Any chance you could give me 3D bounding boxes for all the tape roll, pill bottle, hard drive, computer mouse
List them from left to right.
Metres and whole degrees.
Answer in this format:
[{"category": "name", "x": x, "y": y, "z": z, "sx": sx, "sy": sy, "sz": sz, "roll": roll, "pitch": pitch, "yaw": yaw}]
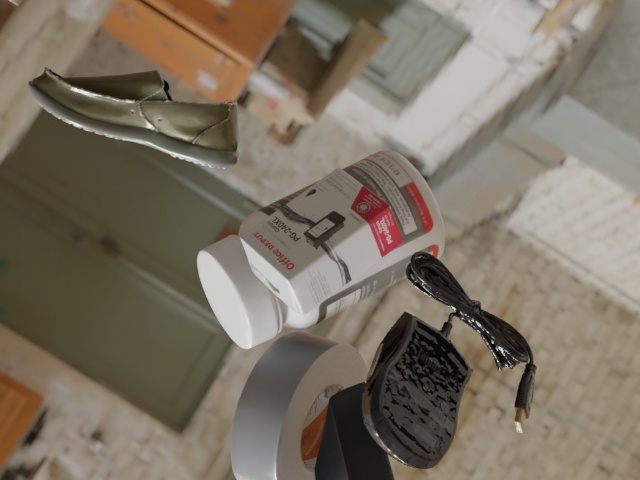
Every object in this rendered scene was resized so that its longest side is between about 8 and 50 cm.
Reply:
[{"category": "tape roll", "x": -0.024, "y": 0.228, "z": 1.962, "sx": 0.219, "sy": 0.072, "sz": 0.219, "roll": -34, "pitch": 132, "yaw": -49}, {"category": "pill bottle", "x": -0.001, "y": 0.012, "z": 1.933, "sx": 0.283, "sy": 0.161, "sz": 0.161, "roll": -26, "pitch": 173, "yaw": -20}, {"category": "hard drive", "x": 0.043, "y": 0.304, "z": 1.745, "sx": 0.254, "sy": 0.054, "sz": 0.172, "roll": -105, "pitch": -161, "yaw": -46}, {"category": "computer mouse", "x": 0.121, "y": 0.148, "z": 1.488, "sx": 0.060, "sy": 0.184, "sz": 0.262, "roll": -38, "pitch": -159, "yaw": 37}]

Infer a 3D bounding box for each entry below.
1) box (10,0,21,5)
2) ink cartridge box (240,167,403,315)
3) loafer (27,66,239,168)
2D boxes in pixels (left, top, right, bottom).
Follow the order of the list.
[{"category": "box", "x": -0.241, "y": -0.322, "z": 1.253, "sx": 0.225, "sy": 0.136, "sz": 0.036, "roll": -56, "pitch": 179, "yaw": 1}, {"category": "ink cartridge box", "x": 0.000, "y": 0.000, "z": 1.769, "sx": 0.150, "sy": 0.109, "sz": 0.063, "roll": -36, "pitch": 134, "yaw": -15}, {"category": "loafer", "x": -0.206, "y": -0.155, "z": 1.757, "sx": 0.094, "sy": 0.251, "sz": 0.087, "roll": -115, "pitch": -138, "yaw": -81}]
